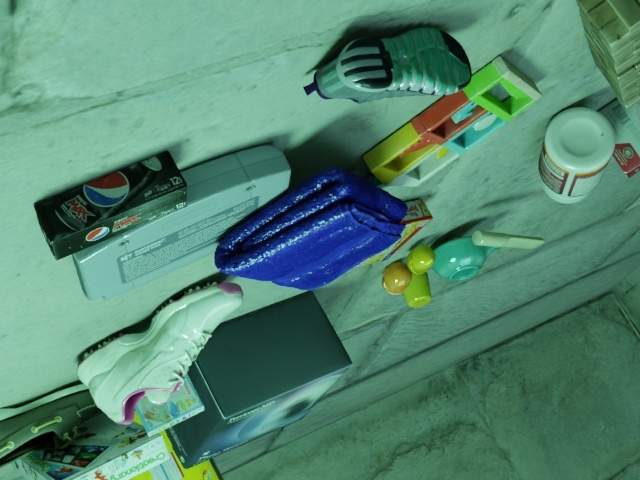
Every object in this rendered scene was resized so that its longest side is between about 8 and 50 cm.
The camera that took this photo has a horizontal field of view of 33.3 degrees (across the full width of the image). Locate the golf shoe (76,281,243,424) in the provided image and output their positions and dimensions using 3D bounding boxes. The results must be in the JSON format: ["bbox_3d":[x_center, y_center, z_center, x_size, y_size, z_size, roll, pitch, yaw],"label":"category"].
[{"bbox_3d":[-0.241,0.183,1.737,0.306,0.140,0.115,-33,161,7],"label":"golf shoe"}]

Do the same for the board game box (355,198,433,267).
[{"bbox_3d":[0.083,-0.005,1.875,0.194,0.045,0.147,-12,156,-43],"label":"board game box"}]

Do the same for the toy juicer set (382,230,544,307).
[{"bbox_3d":[0.268,0.023,2.203,0.329,0.089,0.209,-28,152,25],"label":"toy juicer set"}]

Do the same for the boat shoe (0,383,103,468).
[{"bbox_3d":[-0.474,0.321,1.831,0.305,0.091,0.109,-16,158,-38],"label":"boat shoe"}]

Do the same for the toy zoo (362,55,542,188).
[{"bbox_3d":[0.185,-0.160,1.620,0.293,0.030,0.192,-36,162,18],"label":"toy zoo"}]

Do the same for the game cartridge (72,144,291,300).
[{"bbox_3d":[-0.180,-0.024,1.391,0.294,0.060,0.196,-25,166,-16],"label":"game cartridge"}]

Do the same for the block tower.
[{"bbox_3d":[0.446,-0.293,1.558,0.091,0.097,0.335,-33,161,11],"label":"block tower"}]

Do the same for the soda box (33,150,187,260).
[{"bbox_3d":[-0.240,-0.040,1.241,0.169,0.053,0.060,-24,162,-17],"label":"soda box"}]

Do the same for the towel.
[{"bbox_3d":[0.000,0.000,1.537,0.228,0.076,0.308,-34,163,13],"label":"towel"}]

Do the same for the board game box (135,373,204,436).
[{"bbox_3d":[-0.276,0.241,1.813,0.103,0.154,0.026,-24,159,-15],"label":"board game box"}]

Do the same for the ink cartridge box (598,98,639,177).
[{"bbox_3d":[0.602,-0.216,1.960,0.175,0.127,0.072,-34,164,16],"label":"ink cartridge box"}]

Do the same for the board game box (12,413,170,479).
[{"bbox_3d":[-0.414,0.372,1.879,0.193,0.053,0.305,-23,-166,-28],"label":"board game box"}]

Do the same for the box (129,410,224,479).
[{"bbox_3d":[-0.310,0.500,2.270,0.177,0.290,0.279,-27,164,-9],"label":"box"}]

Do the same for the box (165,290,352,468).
[{"bbox_3d":[-0.142,0.276,2.092,0.296,0.182,0.294,-19,159,-31],"label":"box"}]

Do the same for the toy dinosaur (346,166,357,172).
[{"bbox_3d":[0.020,-0.072,1.597,0.090,0.047,0.082,-24,147,17],"label":"toy dinosaur"}]

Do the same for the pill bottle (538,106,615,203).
[{"bbox_3d":[0.458,-0.147,1.939,0.121,0.121,0.221,-29,164,-2],"label":"pill bottle"}]

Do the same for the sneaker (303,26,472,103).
[{"bbox_3d":[0.083,-0.205,1.292,0.224,0.083,0.098,-6,173,-43],"label":"sneaker"}]
